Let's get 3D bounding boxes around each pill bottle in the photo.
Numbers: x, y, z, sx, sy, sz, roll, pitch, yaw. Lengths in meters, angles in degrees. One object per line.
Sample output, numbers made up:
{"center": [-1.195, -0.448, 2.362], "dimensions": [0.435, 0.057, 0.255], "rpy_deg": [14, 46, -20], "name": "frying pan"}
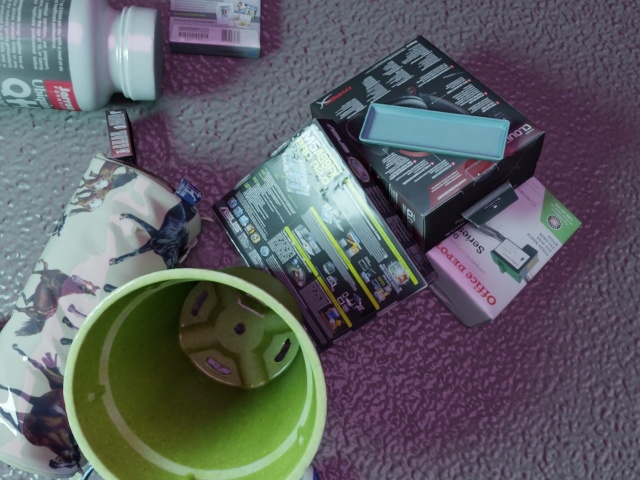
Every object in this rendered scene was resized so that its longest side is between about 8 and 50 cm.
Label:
{"center": [-0.392, -0.275, 0.897], "dimensions": [0.319, 0.176, 0.176], "rpy_deg": [2, 76, -8], "name": "pill bottle"}

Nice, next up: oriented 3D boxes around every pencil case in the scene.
{"center": [-0.298, 0.096, 0.828], "dimensions": [0.184, 0.160, 0.410], "rpy_deg": [27, 73, -17], "name": "pencil case"}

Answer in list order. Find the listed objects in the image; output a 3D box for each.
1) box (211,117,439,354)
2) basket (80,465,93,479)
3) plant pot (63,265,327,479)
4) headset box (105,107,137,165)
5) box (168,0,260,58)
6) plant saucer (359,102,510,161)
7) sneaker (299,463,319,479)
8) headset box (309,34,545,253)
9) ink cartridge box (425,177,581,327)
{"center": [0.000, 0.000, 0.887], "dimensions": [0.216, 0.060, 0.270], "rpy_deg": [-37, 82, 25], "name": "box"}
{"center": [-0.227, 0.431, 0.735], "dimensions": [0.255, 0.201, 0.288], "rpy_deg": [33, 84, 1], "name": "basket"}
{"center": [-0.122, 0.144, 0.773], "dimensions": [0.276, 0.254, 0.275], "rpy_deg": [1, 99, 4], "name": "plant pot"}
{"center": [-0.294, -0.144, 0.939], "dimensions": [0.032, 0.062, 0.083], "rpy_deg": [-11, 77, -10], "name": "headset box"}
{"center": [-0.169, -0.393, 1.033], "dimensions": [0.145, 0.038, 0.186], "rpy_deg": [1, 77, -9], "name": "box"}
{"center": [0.153, -0.145, 0.855], "dimensions": [0.192, 0.018, 0.067], "rpy_deg": [11, 63, 14], "name": "plant saucer"}
{"center": [0.013, 0.381, 0.861], "dimensions": [0.085, 0.058, 0.152], "rpy_deg": [1, 70, -14], "name": "sneaker"}
{"center": [0.158, -0.137, 0.926], "dimensions": [0.218, 0.110, 0.293], "rpy_deg": [-35, 60, -12], "name": "headset box"}
{"center": [0.261, 0.003, 0.973], "dimensions": [0.160, 0.092, 0.219], "rpy_deg": [45, 74, 5], "name": "ink cartridge box"}
